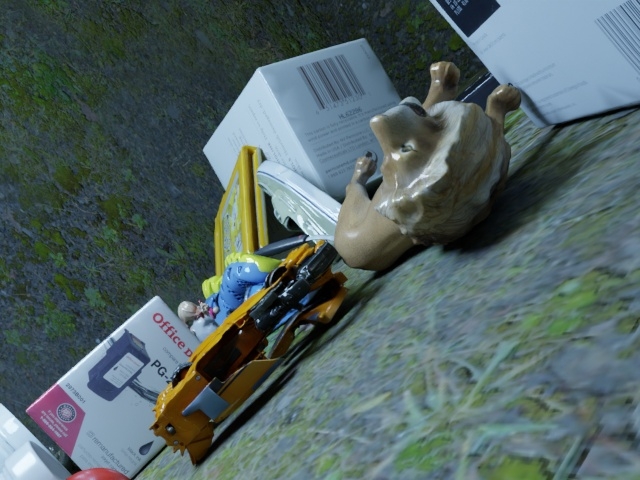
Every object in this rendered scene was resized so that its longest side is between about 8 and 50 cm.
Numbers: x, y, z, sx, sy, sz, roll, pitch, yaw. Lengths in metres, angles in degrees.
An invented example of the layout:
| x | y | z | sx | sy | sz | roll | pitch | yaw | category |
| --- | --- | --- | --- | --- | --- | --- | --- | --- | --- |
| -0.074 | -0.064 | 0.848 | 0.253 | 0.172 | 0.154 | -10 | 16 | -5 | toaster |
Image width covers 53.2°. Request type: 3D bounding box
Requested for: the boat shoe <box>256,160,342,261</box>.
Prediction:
| x | y | z | sx | sy | sz | roll | pitch | yaw | category |
| --- | --- | --- | --- | --- | --- | --- | --- | --- | --- |
| -0.042 | -0.065 | 1.240 | 0.094 | 0.109 | 0.302 | -50 | 48 | -6 | boat shoe |

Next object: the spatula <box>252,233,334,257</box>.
| x | y | z | sx | sy | sz | roll | pitch | yaw | category |
| --- | --- | --- | --- | --- | --- | --- | --- | --- | --- |
| 0.000 | 0.000 | 1.120 | 0.296 | 0.030 | 0.084 | -9 | 21 | 30 | spatula |

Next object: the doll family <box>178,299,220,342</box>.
| x | y | z | sx | sy | sz | roll | pitch | yaw | category |
| --- | --- | --- | --- | --- | --- | --- | --- | --- | --- |
| -0.270 | 0.208 | 1.109 | 0.263 | 0.163 | 0.118 | -40 | 5 | 32 | doll family |

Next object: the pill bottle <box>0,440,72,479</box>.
| x | y | z | sx | sy | sz | roll | pitch | yaw | category |
| --- | --- | --- | --- | --- | --- | --- | --- | --- | --- |
| -0.367 | 0.349 | 0.657 | 0.264 | 0.153 | 0.153 | -44 | 5 | -24 | pill bottle |

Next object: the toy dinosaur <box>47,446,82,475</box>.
| x | y | z | sx | sy | sz | roll | pitch | yaw | category |
| --- | --- | --- | --- | --- | --- | --- | --- | --- | --- |
| -0.560 | 0.503 | 1.357 | 0.313 | 0.121 | 0.160 | -35 | 19 | 29 | toy dinosaur |

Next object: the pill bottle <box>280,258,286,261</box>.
| x | y | z | sx | sy | sz | roll | pitch | yaw | category |
| --- | --- | --- | --- | --- | --- | --- | --- | --- | --- |
| -0.074 | 0.076 | 1.288 | 0.067 | 0.067 | 0.120 | -45 | 5 | -35 | pill bottle |

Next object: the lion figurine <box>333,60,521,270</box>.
| x | y | z | sx | sy | sz | roll | pitch | yaw | category |
| --- | --- | --- | --- | --- | --- | --- | --- | --- | --- |
| 0.094 | -0.046 | 0.713 | 0.392 | 0.142 | 0.240 | 115 | 180 | -62 | lion figurine |

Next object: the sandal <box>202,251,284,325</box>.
| x | y | z | sx | sy | sz | roll | pitch | yaw | category |
| --- | --- | --- | --- | --- | --- | --- | --- | --- | --- |
| -0.148 | 0.116 | 1.212 | 0.317 | 0.126 | 0.138 | 136 | 144 | -60 | sandal |

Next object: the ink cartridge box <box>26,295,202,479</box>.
| x | y | z | sx | sy | sz | roll | pitch | yaw | category |
| --- | --- | --- | --- | --- | --- | --- | --- | --- | --- |
| -0.274 | 0.222 | 0.947 | 0.237 | 0.172 | 0.100 | -43 | 5 | -17 | ink cartridge box |

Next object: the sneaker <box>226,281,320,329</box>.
| x | y | z | sx | sy | sz | roll | pitch | yaw | category |
| --- | --- | --- | --- | --- | --- | --- | --- | --- | --- |
| -0.078 | 0.096 | 1.051 | 0.209 | 0.082 | 0.069 | -38 | 4 | 30 | sneaker |

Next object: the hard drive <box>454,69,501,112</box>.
| x | y | z | sx | sy | sz | roll | pitch | yaw | category |
| --- | --- | --- | --- | --- | --- | --- | --- | --- | --- |
| 0.396 | -0.347 | 1.277 | 0.339 | 0.064 | 0.237 | -40 | 5 | 35 | hard drive |

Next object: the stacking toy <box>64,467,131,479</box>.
| x | y | z | sx | sy | sz | roll | pitch | yaw | category |
| --- | --- | --- | --- | --- | --- | --- | --- | --- | --- |
| -0.288 | 0.323 | 0.526 | 0.330 | 0.141 | 0.141 | -36 | 2 | -21 | stacking toy |

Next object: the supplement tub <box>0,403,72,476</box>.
| x | y | z | sx | sy | sz | roll | pitch | yaw | category |
| --- | --- | --- | --- | --- | --- | --- | --- | --- | --- |
| -0.560 | 0.438 | 0.978 | 0.325 | 0.235 | 0.235 | -44 | 5 | -29 | supplement tub |

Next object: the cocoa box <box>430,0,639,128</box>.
| x | y | z | sx | sy | sz | roll | pitch | yaw | category |
| --- | --- | --- | --- | --- | --- | --- | --- | --- | --- |
| 0.264 | -0.269 | 0.546 | 0.228 | 0.231 | 0.347 | -42 | 4 | 1 | cocoa box |

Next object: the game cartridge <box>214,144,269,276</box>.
| x | y | z | sx | sy | sz | roll | pitch | yaw | category |
| --- | --- | --- | --- | --- | --- | --- | --- | --- | --- |
| -0.189 | -0.006 | 1.447 | 0.324 | 0.052 | 0.285 | 125 | 144 | -51 | game cartridge |

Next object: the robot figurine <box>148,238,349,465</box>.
| x | y | z | sx | sy | sz | roll | pitch | yaw | category |
| --- | --- | --- | --- | --- | --- | --- | --- | --- | --- |
| -0.077 | 0.116 | 0.756 | 0.291 | 0.085 | 0.211 | -46 | 5 | -13 | robot figurine |

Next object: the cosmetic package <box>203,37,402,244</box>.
| x | y | z | sx | sy | sz | roll | pitch | yaw | category |
| --- | --- | --- | --- | --- | --- | --- | --- | --- | --- |
| -0.021 | -0.215 | 1.542 | 0.329 | 0.327 | 0.393 | -27 | -4 | -32 | cosmetic package |
